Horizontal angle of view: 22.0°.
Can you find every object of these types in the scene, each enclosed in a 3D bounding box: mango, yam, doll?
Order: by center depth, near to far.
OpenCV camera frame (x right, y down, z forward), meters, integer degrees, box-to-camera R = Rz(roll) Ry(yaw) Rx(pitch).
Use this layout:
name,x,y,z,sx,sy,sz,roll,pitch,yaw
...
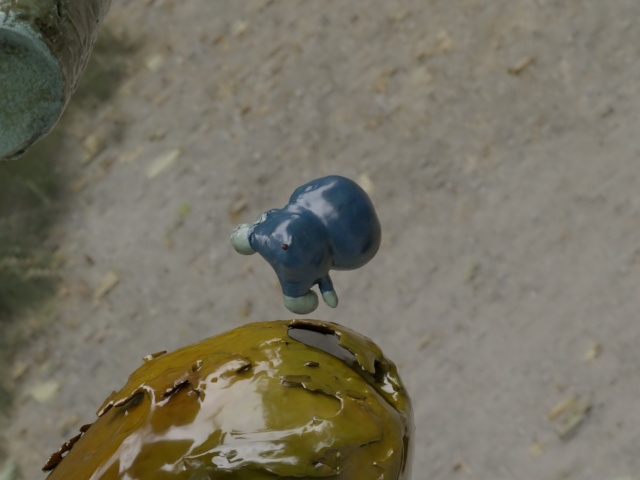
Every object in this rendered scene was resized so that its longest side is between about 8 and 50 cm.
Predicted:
name,x,y,z,sx,sy,sz,roll,pitch,yaw
mango,-0.045,0.131,0.583,0.151,0.156,0.248,-9,-37,-48
doll,0.000,0.000,0.999,0.083,0.076,0.050,-35,-5,-28
yam,-0.202,-0.140,1.098,0.107,0.107,0.194,-30,29,26
